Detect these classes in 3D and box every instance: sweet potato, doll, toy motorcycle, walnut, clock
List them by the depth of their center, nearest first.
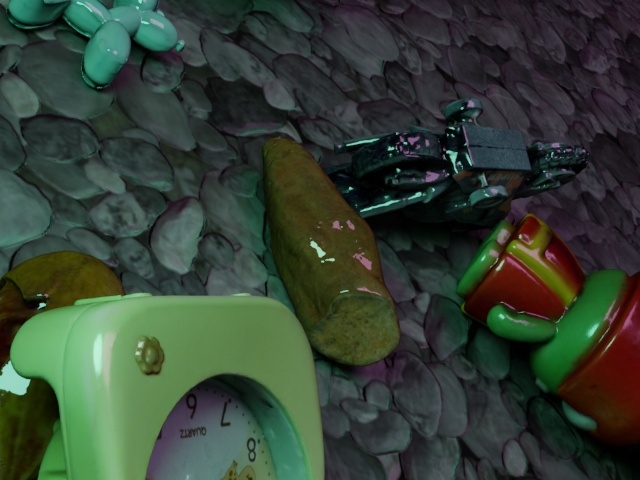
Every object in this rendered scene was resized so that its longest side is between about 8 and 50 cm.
[{"bbox_3d":[-0.091,0.189,0.831,0.235,0.096,0.308,6,78,-58],"label":"clock"},{"bbox_3d":[-0.196,0.094,0.886,0.116,0.116,0.207,27,48,-22],"label":"walnut"},{"bbox_3d":[0.000,0.000,1.169,0.097,0.097,0.251,4,53,-42],"label":"sweet potato"},{"bbox_3d":[-0.208,-0.218,1.215,0.159,0.059,0.158,34,38,-12],"label":"doll"},{"bbox_3d":[0.308,0.118,1.295,0.363,0.160,0.182,44,29,-1],"label":"doll"},{"bbox_3d":[0.137,-0.065,1.311,0.307,0.173,0.108,1,70,-36],"label":"toy motorcycle"}]
